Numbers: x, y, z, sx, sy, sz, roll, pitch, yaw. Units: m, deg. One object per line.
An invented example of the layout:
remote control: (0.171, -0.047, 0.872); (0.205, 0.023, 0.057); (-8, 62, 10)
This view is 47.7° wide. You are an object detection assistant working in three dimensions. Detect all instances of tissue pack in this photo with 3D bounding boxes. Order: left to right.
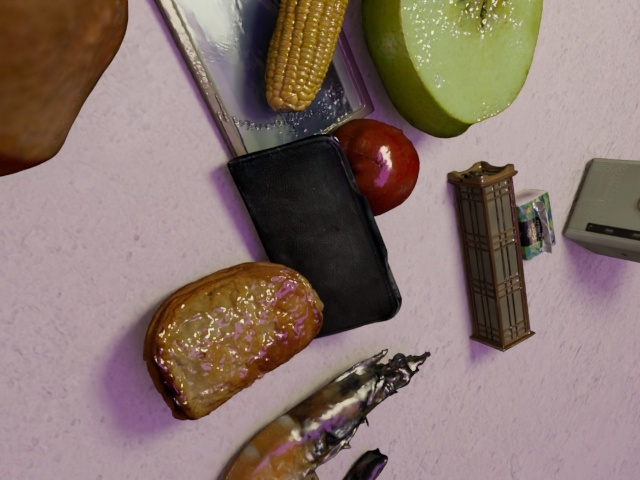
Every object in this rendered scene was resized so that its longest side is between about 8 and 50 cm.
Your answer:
tissue pack: (0.388, -0.029, 1.327); (0.085, 0.079, 0.111); (-25, 112, -28)

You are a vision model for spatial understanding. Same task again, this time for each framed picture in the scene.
framed picture: (-0.072, -0.273, 1.014); (0.247, 0.022, 0.335); (-35, 117, -23)

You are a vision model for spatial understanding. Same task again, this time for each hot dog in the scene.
hot dog: (-0.123, 0.130, 1.008); (0.259, 0.114, 0.175); (-29, 109, -28)

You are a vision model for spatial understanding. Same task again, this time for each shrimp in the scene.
shrimp: (0.031, 0.343, 1.169); (0.445, 0.085, 0.272); (-41, 124, -17)

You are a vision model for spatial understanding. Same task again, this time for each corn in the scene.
corn: (-0.011, -0.312, 0.980); (0.101, 0.101, 0.292); (15, 95, -34)

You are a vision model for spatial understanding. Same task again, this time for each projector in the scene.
projector: (0.618, -0.051, 1.378); (0.163, 0.242, 0.177); (21, 89, -32)

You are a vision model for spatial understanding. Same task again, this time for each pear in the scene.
pear: (0.192, -0.291, 1.104); (0.292, 0.159, 0.293); (-7, 105, -29)

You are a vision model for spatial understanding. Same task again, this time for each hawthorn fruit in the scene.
hawthorn fruit: (0.082, -0.107, 1.079); (0.172, 0.148, 0.148); (-5, 102, -40)

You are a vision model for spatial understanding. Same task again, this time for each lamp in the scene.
lamp: (0.303, 0.029, 1.279); (0.090, 0.089, 0.325); (-20, 109, -28)

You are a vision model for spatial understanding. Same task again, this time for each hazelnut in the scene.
hazelnut: (-0.356, -0.235, 0.662); (0.365, 0.365, 0.366); (-7, 103, -32)

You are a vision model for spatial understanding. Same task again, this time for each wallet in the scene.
wallet: (0.000, 0.000, 1.039); (0.172, 0.045, 0.318); (-15, 118, 15)
